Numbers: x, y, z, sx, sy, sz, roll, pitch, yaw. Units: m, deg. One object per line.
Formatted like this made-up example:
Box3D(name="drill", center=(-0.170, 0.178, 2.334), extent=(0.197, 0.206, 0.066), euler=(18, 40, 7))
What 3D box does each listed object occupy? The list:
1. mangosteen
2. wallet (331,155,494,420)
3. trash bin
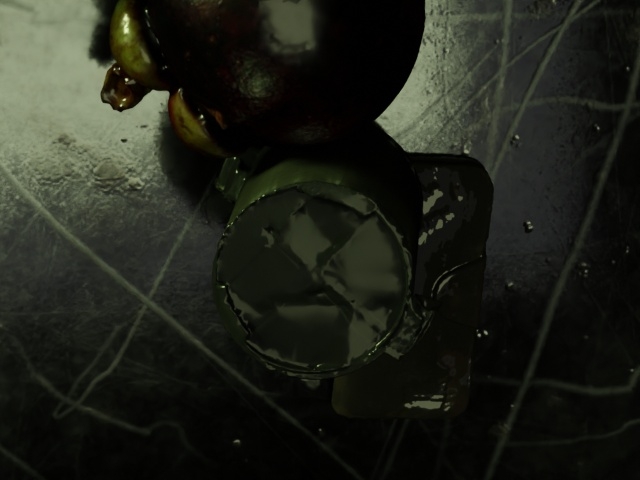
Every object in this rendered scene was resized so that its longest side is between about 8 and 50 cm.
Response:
Box3D(name="mangosteen", center=(-0.065, -0.226, 1.728), extent=(0.347, 0.307, 0.307), euler=(-21, 111, 19))
Box3D(name="wallet", center=(0.105, 0.056, 1.975), extent=(0.165, 0.042, 0.310), euler=(3, 105, -9))
Box3D(name="trash bin", center=(0.000, 0.000, 1.779), extent=(0.252, 0.301, 0.203), euler=(25, 106, -4))
